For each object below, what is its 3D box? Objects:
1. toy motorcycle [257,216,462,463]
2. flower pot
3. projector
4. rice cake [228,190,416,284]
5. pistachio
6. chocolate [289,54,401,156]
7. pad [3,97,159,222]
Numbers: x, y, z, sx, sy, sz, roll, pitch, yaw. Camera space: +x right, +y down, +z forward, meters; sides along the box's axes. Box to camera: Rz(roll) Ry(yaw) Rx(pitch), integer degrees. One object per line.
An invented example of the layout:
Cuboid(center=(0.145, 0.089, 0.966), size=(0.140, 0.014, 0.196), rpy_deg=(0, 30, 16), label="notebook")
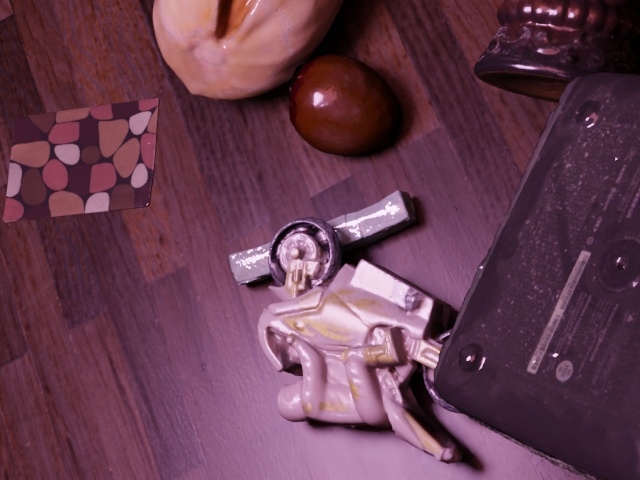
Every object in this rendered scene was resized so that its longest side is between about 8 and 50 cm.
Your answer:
Cuboid(center=(0.042, 0.131, 1.649), size=(0.340, 0.108, 0.223), rpy_deg=(32, 95, 27), label="toy motorcycle")
Cuboid(center=(0.290, -0.295, 1.601), size=(0.266, 0.266, 0.267), rpy_deg=(10, 87, 26), label="flower pot")
Cuboid(center=(0.354, 0.060, 1.384), size=(0.405, 0.242, 0.395), rpy_deg=(21, 86, 53), label="projector")
Cuboid(center=(0.000, 0.000, 1.746), size=(0.245, 0.042, 0.045), rpy_deg=(-19, 79, 17), label="rice cake")
Cuboid(center=(-0.084, -0.320, 1.799), size=(0.230, 0.230, 0.309), rpy_deg=(22, 81, 28), label="pistachio")
Cuboid(center=(0.033, -0.166, 1.763), size=(0.133, 0.127, 0.124), rpy_deg=(4, 105, 12), label="chocolate")
Cuboid(center=(-0.328, -0.109, 1.951), size=(0.235, 0.003, 0.158), rpy_deg=(-5, 72, 23), label="pad")
